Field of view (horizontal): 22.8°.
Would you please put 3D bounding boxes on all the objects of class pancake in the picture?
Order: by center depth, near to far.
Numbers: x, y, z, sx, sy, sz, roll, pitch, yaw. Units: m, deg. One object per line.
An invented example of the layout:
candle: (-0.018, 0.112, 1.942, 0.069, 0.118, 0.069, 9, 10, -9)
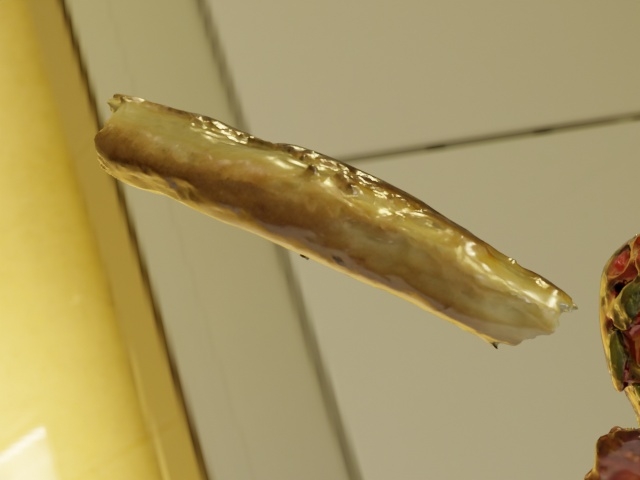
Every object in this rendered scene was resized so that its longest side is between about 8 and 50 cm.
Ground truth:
pancake: (0.000, 0.000, 0.863, 0.057, 0.266, 0.244, -61, 177, -9)

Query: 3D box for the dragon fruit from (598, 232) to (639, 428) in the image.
dragon fruit: (0.390, 0.109, 1.516, 0.237, 0.231, 0.302, -75, 151, -89)

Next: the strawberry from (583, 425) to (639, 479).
strawberry: (0.194, 0.140, 0.609, 0.167, 0.087, 0.208, -1, -62, 36)
